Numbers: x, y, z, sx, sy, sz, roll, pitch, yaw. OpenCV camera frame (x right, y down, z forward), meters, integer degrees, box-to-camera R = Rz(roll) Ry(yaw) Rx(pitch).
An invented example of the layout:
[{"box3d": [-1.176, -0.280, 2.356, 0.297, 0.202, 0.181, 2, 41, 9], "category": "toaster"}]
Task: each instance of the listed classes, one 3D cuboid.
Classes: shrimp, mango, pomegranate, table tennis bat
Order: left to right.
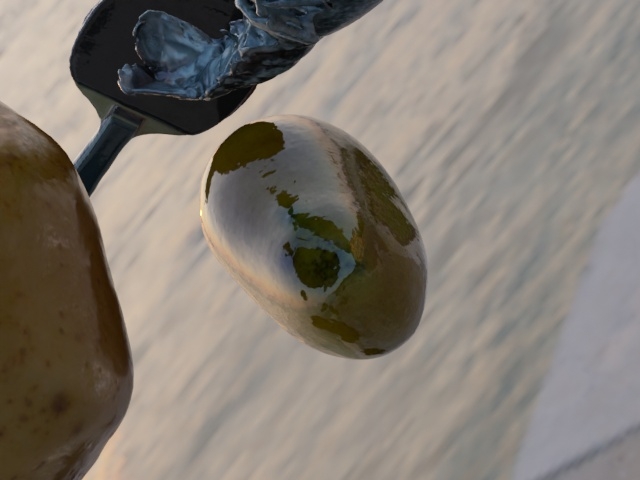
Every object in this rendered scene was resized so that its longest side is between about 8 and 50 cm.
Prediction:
[{"box3d": [-0.330, 0.064, 1.240, 0.410, 0.410, 0.410, -46, 14, 15], "category": "pomegranate"}, {"box3d": [-0.165, -0.140, 1.680, 0.301, 0.173, 0.022, -49, 25, 38], "category": "table tennis bat"}, {"box3d": [-0.025, -0.217, 1.376, 0.410, 0.166, 0.221, 129, 161, -55], "category": "shrimp"}, {"box3d": [0.000, 0.000, 1.596, 0.173, 0.211, 0.317, -41, 27, 3], "category": "mango"}]
